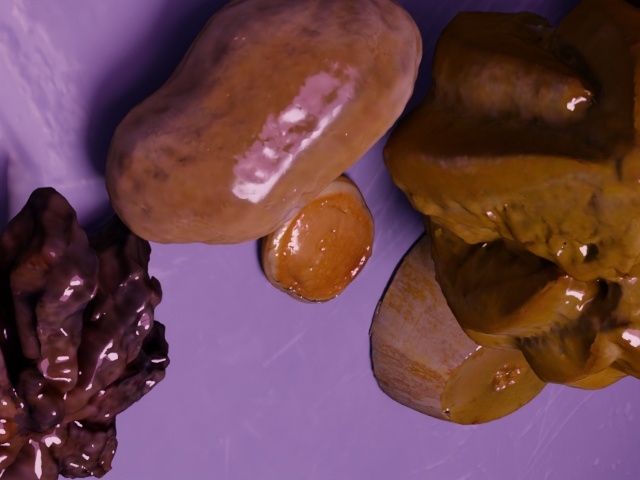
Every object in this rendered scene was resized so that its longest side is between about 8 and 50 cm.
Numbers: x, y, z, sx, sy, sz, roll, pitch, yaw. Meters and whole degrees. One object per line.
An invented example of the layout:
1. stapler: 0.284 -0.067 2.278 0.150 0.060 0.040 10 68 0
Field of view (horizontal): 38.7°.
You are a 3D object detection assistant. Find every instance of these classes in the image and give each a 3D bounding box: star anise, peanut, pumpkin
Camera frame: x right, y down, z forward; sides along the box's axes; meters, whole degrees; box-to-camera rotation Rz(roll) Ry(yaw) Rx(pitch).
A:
1. star anise: -0.184 0.085 0.546 0.223 0.109 0.235 -24 129 -25
2. peanut: -0.034 -0.082 0.570 0.224 0.129 0.129 -46 135 -11
3. pumpkin: 0.157 0.086 0.853 0.217 0.110 0.217 -25 133 -29

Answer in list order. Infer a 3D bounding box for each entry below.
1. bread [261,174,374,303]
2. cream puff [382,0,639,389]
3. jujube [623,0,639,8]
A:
1. bread: 0.000 0.000 0.716 0.110 0.024 0.110 -22 126 -33
2. cream puff: 0.181 -0.022 0.640 0.270 0.323 0.274 -7 100 -48
3. jujube: 0.354 -0.203 0.779 0.232 0.213 0.212 -25 128 -23
